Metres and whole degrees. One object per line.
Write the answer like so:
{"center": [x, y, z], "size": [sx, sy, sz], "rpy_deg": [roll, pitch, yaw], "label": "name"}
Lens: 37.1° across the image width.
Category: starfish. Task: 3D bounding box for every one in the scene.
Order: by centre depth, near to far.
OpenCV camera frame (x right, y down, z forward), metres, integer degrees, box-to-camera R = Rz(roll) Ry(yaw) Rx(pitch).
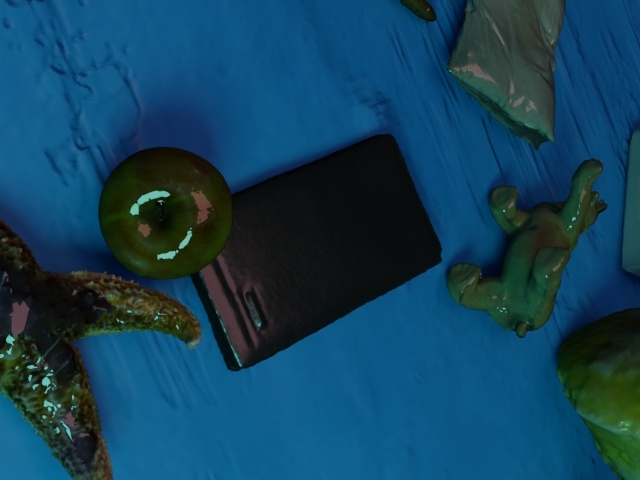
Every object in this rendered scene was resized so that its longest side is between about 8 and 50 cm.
{"center": [-0.183, 0.057, 0.564], "size": [0.238, 0.071, 0.216], "rpy_deg": [-7, 90, -31], "label": "starfish"}

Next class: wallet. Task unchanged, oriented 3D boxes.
{"center": [0.000, 0.000, 0.756], "size": [0.244, 0.025, 0.124], "rpy_deg": [-25, 94, -40], "label": "wallet"}

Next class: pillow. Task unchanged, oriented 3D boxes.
{"center": [0.196, -0.221, 0.963], "size": [0.148, 0.050, 0.229], "rpy_deg": [34, 57, -35], "label": "pillow"}

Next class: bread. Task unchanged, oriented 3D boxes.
{"center": [0.332, 0.157, 0.908], "size": [0.197, 0.197, 0.170], "rpy_deg": [-39, 119, -39], "label": "bread"}

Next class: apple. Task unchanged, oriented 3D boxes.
{"center": [-0.103, -0.017, 0.634], "size": [0.089, 0.074, 0.089], "rpy_deg": [1, 84, -10], "label": "apple"}

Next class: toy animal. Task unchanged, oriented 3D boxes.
{"center": [0.210, 0.006, 0.903], "size": [0.218, 0.103, 0.101], "rpy_deg": [-58, 136, -36], "label": "toy animal"}

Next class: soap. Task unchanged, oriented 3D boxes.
{"center": [0.402, -0.048, 1.049], "size": [0.064, 0.121, 0.183], "rpy_deg": [28, 62, -34], "label": "soap"}

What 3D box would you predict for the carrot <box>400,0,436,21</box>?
{"center": [0.024, -0.271, 0.834], "size": [0.254, 0.049, 0.049], "rpy_deg": [36, 58, -34], "label": "carrot"}
